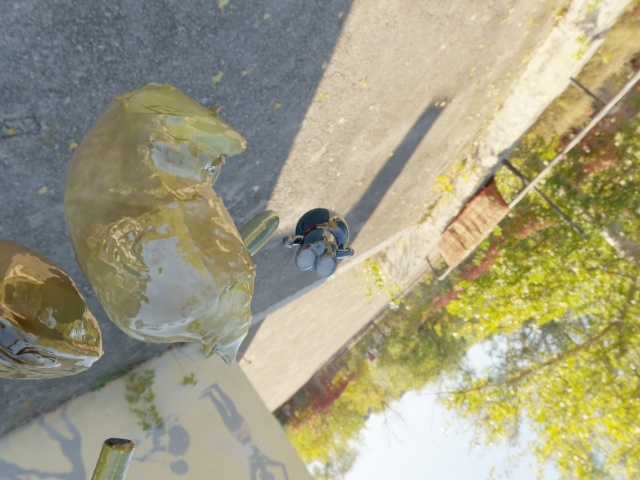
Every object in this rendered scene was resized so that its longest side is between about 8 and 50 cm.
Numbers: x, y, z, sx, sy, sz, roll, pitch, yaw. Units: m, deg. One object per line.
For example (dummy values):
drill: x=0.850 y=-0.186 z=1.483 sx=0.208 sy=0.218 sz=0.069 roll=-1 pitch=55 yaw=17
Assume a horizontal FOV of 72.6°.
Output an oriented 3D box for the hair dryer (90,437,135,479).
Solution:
hair dryer: x=-0.294 y=0.402 z=0.558 sx=0.090 sy=0.134 sz=0.279 roll=56 pitch=50 yaw=-77

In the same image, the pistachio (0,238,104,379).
pistachio: x=-0.399 y=0.097 z=0.570 sx=0.163 sy=0.212 sz=0.260 roll=-44 pitch=161 yaw=-21

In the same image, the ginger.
ginger: x=-0.139 y=-0.016 z=0.387 sx=0.152 sy=0.267 sz=0.138 roll=-11 pitch=-179 yaw=16

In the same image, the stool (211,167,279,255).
stool: x=-0.209 y=-0.003 z=0.720 sx=0.195 sy=0.195 sz=0.199 roll=-32 pitch=-158 yaw=36

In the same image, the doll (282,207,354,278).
doll: x=0.000 y=0.000 z=0.681 sx=0.152 sy=0.114 sz=0.086 roll=-82 pitch=-163 yaw=-63
